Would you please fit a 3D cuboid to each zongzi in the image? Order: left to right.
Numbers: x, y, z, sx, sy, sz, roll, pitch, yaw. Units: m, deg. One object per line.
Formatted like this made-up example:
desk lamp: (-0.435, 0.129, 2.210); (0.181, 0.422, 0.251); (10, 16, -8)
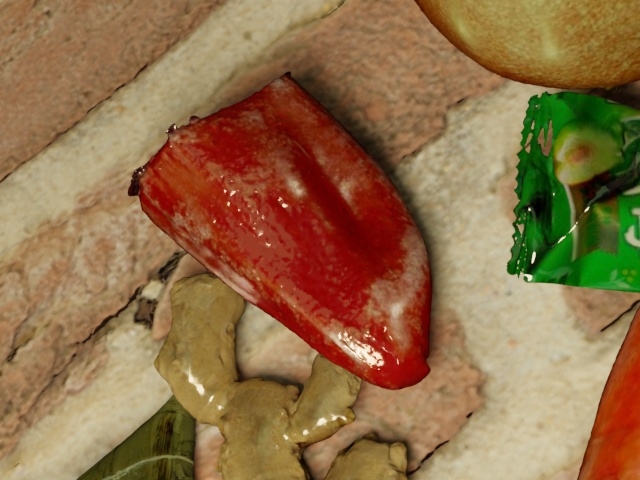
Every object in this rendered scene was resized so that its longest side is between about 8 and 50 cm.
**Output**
zongzi: (-0.137, 0.153, 1.201); (0.104, 0.052, 0.113); (-10, 57, 15)

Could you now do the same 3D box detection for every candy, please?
candy: (0.226, -0.025, 1.110); (0.203, 0.078, 0.141); (10, 84, 4)

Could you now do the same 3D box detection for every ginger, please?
ginger: (-0.028, 0.122, 1.165); (0.149, 0.065, 0.258); (-19, 57, -1)

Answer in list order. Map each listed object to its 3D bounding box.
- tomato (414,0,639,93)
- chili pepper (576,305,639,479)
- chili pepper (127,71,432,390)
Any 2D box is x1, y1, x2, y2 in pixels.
tomato: (0.176, -0.261, 1.128); (0.303, 0.239, 0.303); (-10, 64, 21)
chili pepper: (0.295, 0.087, 0.942); (0.251, 0.229, 0.305); (23, 71, 14)
chili pepper: (0.000, 0.000, 1.180); (0.253, 0.144, 0.136); (45, 116, 21)
